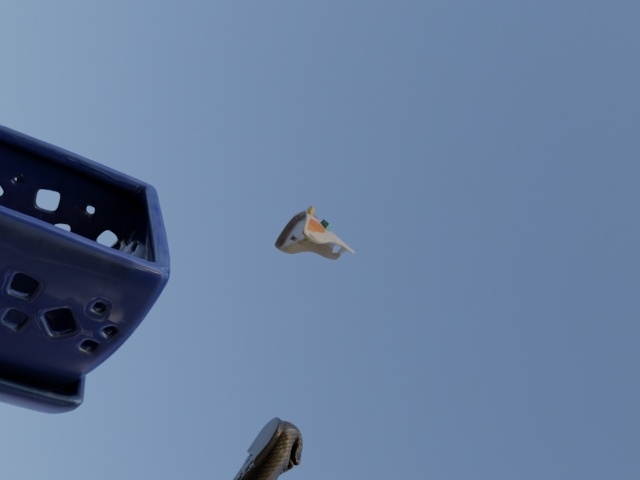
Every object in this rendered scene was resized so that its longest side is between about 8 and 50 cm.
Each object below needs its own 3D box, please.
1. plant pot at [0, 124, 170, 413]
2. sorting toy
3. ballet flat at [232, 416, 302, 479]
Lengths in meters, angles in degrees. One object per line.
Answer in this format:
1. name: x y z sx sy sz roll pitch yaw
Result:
1. plant pot: -0.308 0.030 0.811 0.212 0.236 0.236 -60 -156 15
2. sorting toy: 0.000 0.000 0.928 0.083 0.075 0.044 -21 -139 62
3. ballet flat: -0.102 0.331 0.980 0.249 0.058 0.084 -54 -165 -3
